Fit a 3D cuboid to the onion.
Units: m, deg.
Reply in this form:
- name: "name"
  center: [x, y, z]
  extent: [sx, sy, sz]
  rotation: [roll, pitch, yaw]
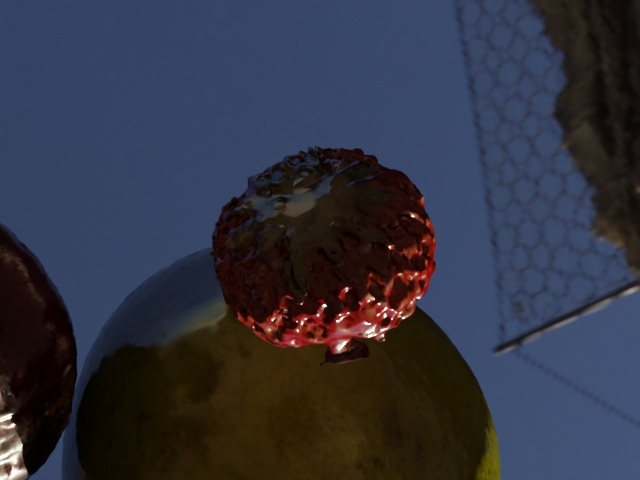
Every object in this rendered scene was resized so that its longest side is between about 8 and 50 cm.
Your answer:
- name: "onion"
  center: [-0.286, 0.075, 1.230]
  extent: [0.207, 0.206, 0.216]
  rotation: [31, -138, 26]

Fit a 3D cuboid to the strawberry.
- name: "strawberry"
  center: [0.000, 0.000, 0.998]
  extent: [0.145, 0.145, 0.086]
  rotation: [-66, -35, -27]

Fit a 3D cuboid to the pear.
- name: "pear"
  center: [-0.039, 0.171, 1.327]
  extent: [0.352, 0.352, 0.413]
  rotation: [-6, -146, -29]
